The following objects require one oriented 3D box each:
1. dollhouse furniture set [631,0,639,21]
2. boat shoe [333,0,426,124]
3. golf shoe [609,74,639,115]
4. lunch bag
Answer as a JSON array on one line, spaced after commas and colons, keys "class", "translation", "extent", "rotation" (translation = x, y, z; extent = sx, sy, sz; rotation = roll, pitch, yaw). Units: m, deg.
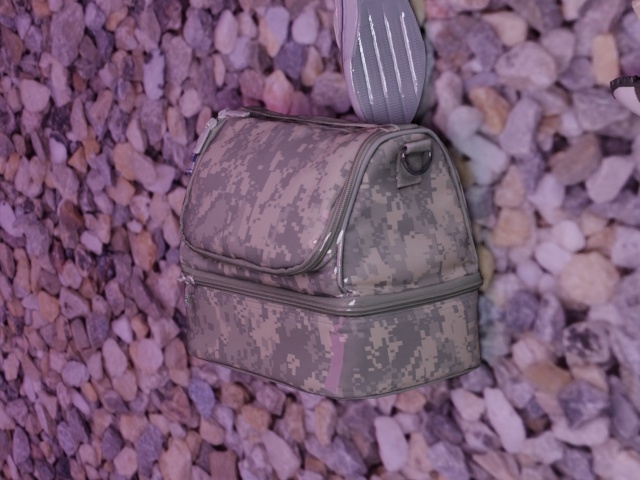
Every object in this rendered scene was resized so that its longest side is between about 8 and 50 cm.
[{"class": "dollhouse furniture set", "translation": [0.340, -0.182, 0.835], "extent": [0.259, 0.135, 0.262], "rotation": [-16, 111, 44]}, {"class": "boat shoe", "translation": [0.056, -0.218, 1.356], "extent": [0.076, 0.083, 0.226], "rotation": [-151, 57, -77]}, {"class": "golf shoe", "translation": [0.303, -0.081, 1.055], "extent": [0.198, 0.077, 0.093], "rotation": [24, 115, 48]}, {"class": "lunch bag", "translation": [0.000, 0.000, 1.344], "extent": [0.305, 0.213, 0.256], "rotation": [11, 105, 51]}]
